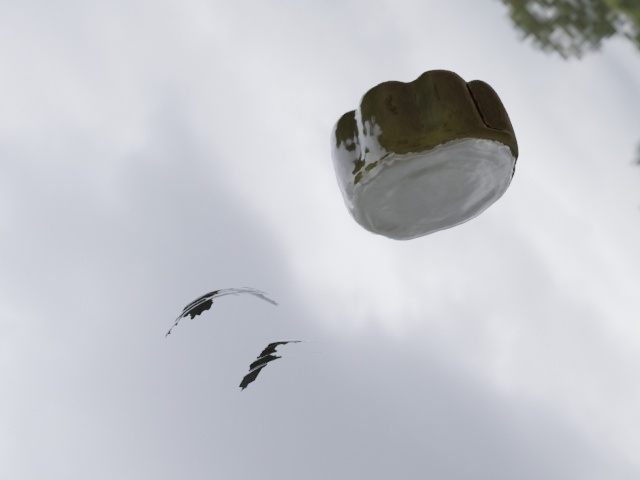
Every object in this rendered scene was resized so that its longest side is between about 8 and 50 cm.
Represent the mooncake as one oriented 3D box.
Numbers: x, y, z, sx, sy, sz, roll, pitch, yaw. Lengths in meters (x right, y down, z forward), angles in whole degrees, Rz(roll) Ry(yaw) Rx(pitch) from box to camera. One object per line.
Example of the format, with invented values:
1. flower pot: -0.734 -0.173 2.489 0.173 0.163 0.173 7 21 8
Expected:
1. mooncake: 0.000 0.013 0.599 0.150 0.347 0.057 5 -105 -29
